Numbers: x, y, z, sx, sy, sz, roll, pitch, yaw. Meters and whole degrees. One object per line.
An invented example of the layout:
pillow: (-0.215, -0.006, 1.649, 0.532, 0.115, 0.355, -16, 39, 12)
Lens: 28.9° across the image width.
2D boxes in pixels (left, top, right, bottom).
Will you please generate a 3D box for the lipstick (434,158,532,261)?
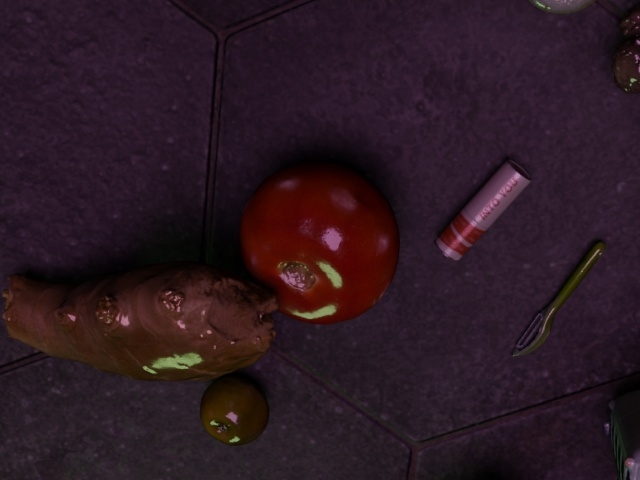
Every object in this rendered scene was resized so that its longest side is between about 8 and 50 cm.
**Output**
lipstick: (0.187, -0.034, 1.435, 0.038, 0.038, 0.131, 37, 111, -9)

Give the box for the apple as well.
apple: (-0.109, 0.214, 1.551, 0.089, 0.074, 0.090, 14, 127, 19)

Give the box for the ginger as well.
ginger: (-0.203, 0.084, 1.458, 0.236, 0.375, 0.166, -3, 102, -39)

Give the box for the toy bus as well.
toy bus: (0.401, 0.262, 1.410, 0.133, 0.276, 0.165, -11, 99, 9)

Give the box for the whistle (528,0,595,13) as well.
whistle: (0.213, -0.308, 1.310, 0.198, 0.057, 0.104, 21, 112, -4)

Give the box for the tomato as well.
tomato: (0.000, 0.000, 1.409, 0.195, 0.136, 0.195, 14, 133, 16)

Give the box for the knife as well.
knife: (0.284, 0.075, 1.479, 0.026, 0.022, 0.184, 39, 114, 17)

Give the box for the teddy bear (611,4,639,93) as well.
teddy bear: (0.394, -0.240, 1.284, 0.177, 0.140, 0.190, 15, 123, 49)
